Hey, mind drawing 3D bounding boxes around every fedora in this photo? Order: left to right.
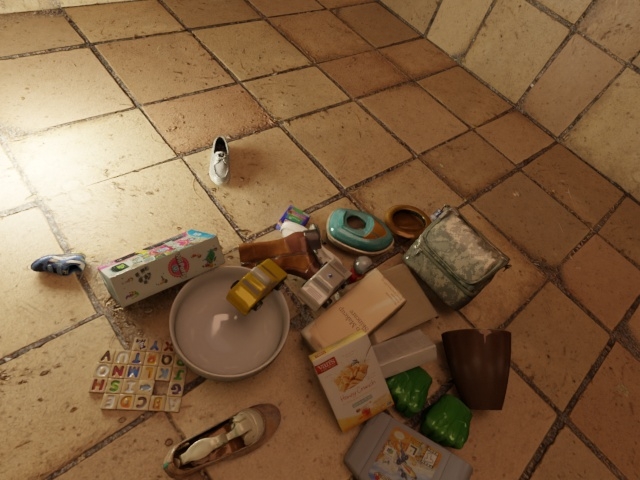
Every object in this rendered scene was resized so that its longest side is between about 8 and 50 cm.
[{"bbox_3d":[0.348,-0.060,1.644,0.194,0.079,0.194,4,52,-5],"label":"fedora"}]

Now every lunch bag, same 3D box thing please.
[{"bbox_3d":[0.487,0.055,1.462,0.305,0.256,0.212,49,32,21],"label":"lunch bag"}]

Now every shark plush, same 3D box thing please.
[{"bbox_3d":[0.000,0.000,1.511,0.067,0.073,0.161,3,42,-53],"label":"shark plush"}]

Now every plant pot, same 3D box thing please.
[{"bbox_3d":[0.504,0.412,1.287,0.215,0.215,0.230,7,67,-13],"label":"plant pot"}]

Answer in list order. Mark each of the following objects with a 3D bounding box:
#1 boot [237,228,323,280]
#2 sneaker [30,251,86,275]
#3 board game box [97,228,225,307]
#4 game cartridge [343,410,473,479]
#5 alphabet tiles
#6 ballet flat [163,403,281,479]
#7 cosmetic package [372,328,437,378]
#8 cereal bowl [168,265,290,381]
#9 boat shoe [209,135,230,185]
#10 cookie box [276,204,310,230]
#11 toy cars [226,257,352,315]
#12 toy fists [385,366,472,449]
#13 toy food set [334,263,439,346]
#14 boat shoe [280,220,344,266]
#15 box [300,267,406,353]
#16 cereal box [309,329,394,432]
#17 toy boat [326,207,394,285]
[{"bbox_3d":[-0.118,0.110,1.336,0.280,0.096,0.264,-14,89,-4],"label":"boot"},{"bbox_3d":[-0.779,0.075,1.210,0.144,0.053,0.059,-11,61,-23],"label":"sneaker"},{"bbox_3d":[-0.471,0.071,1.202,0.303,0.224,0.097,-25,110,-32],"label":"board game box"},{"bbox_3d":[0.222,0.602,1.070,0.297,0.062,0.198,21,43,29],"label":"game cartridge"},{"bbox_3d":[-0.492,0.363,1.117,0.237,0.009,0.198,8,53,-12],"label":"alphabet tiles"},{"bbox_3d":[-0.235,0.504,1.032,0.316,0.106,0.107,-20,63,-29],"label":"ballet flat"},{"bbox_3d":[0.229,0.359,1.257,0.239,0.060,0.099,-16,22,-12],"label":"cosmetic package"},{"bbox_3d":[-0.263,0.250,1.187,0.339,0.141,0.339,8,53,-11],"label":"cereal bowl"},{"bbox_3d":[-0.397,-0.320,1.600,0.079,0.081,0.227,0,55,-17],"label":"boat shoe"},{"bbox_3d":[-0.102,-0.070,1.535,0.092,0.040,0.107,28,52,3],"label":"cookie box"},{"bbox_3d":[-0.076,0.119,1.198,0.393,0.087,0.176,0,56,-18],"label":"toy cars"},{"bbox_3d":[0.316,0.499,1.218,0.279,0.096,0.142,40,41,15],"label":"toy fists"},{"bbox_3d":[0.231,0.227,1.406,0.306,0.092,0.220,-20,65,-20],"label":"toy food set"},{"bbox_3d":[-0.046,0.041,1.435,0.277,0.098,0.096,38,53,10],"label":"boat shoe"},{"bbox_3d":[0.100,0.246,1.258,0.311,0.121,0.148,-39,73,-15],"label":"box"},{"bbox_3d":[0.090,0.394,1.144,0.173,0.047,0.240,-25,103,-12],"label":"cereal box"},{"bbox_3d":[0.149,0.011,1.487,0.267,0.148,0.318,14,52,-8],"label":"toy boat"}]
